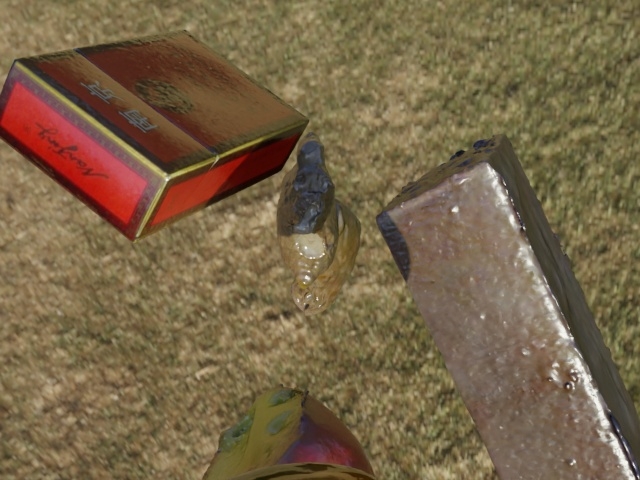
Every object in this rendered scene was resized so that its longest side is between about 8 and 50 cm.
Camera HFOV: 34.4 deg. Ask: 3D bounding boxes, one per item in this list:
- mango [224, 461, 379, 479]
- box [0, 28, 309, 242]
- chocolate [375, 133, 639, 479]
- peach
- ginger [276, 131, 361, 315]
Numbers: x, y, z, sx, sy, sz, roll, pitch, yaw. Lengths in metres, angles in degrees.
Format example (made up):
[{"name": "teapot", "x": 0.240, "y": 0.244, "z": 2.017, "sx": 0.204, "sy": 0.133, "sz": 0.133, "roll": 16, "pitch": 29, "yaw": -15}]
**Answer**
[{"name": "mango", "x": -0.067, "y": 0.235, "z": 0.569, "sx": 0.146, "sy": 0.129, "sz": 0.289, "roll": 44, "pitch": 102, "yaw": 9}, {"name": "box", "x": -0.129, "y": -0.096, "z": 0.847, "sx": 0.153, "sy": 0.074, "sz": 0.240, "roll": 41, "pitch": 29, "yaw": 9}, {"name": "chocolate", "x": 0.159, "y": 0.087, "z": 0.806, "sx": 0.112, "sy": 0.321, "sz": 0.112, "roll": -24, "pitch": 10, "yaw": 24}, {"name": "peach", "x": -0.059, "y": 0.351, "z": 1.536, "sx": 0.281, "sy": 0.281, "sz": 0.338, "roll": -25, "pitch": 49, "yaw": -8}, {"name": "ginger", "x": 0.000, "y": -0.001, "z": 1.075, "sx": 0.084, "sy": 0.290, "sz": 0.122, "roll": -3, "pitch": 67, "yaw": 3}]
